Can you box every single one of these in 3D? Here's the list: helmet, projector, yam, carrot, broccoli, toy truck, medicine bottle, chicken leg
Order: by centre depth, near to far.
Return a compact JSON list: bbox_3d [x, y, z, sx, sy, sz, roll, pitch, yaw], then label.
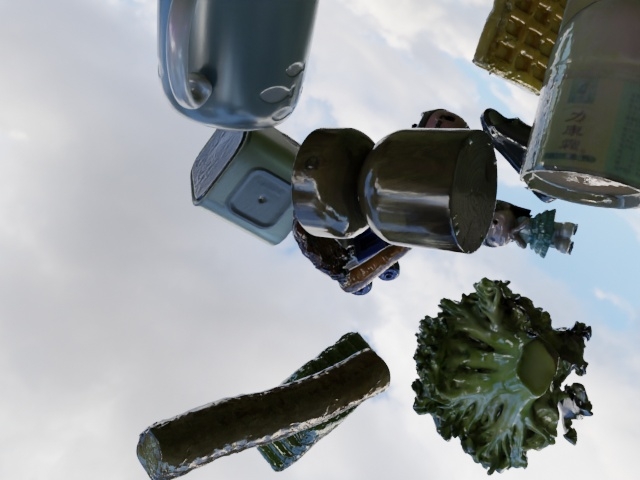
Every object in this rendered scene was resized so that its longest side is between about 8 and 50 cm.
[{"bbox_3d":[-0.054,0.215,0.824,0.357,0.081,0.081,-14,-119,-32],"label":"yam"},{"bbox_3d":[0.526,-0.279,1.161,0.236,0.236,0.406,17,-95,-29],"label":"medicine bottle"},{"bbox_3d":[0.339,0.246,1.181,0.324,0.334,0.272,54,165,-24],"label":"broccoli"},{"bbox_3d":[0.000,0.000,1.451,0.105,0.063,0.234,-38,-92,-23],"label":"chicken leg"},{"bbox_3d":[0.143,0.055,1.558,0.059,0.248,0.059,41,-152,-27],"label":"carrot"},{"bbox_3d":[-0.171,-0.168,1.672,0.249,0.248,0.248,29,-158,-30],"label":"projector"},{"bbox_3d":[0.348,-0.242,1.723,0.253,0.154,0.198,40,-111,-34],"label":"helmet"},{"bbox_3d":[0.115,0.033,1.778,0.177,0.213,0.161,39,-148,-43],"label":"toy truck"}]

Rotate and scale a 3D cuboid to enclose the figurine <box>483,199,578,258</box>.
[{"bbox_3d":[0.469,-0.038,1.495,0.245,0.138,0.110,13,-167,24],"label":"figurine"}]

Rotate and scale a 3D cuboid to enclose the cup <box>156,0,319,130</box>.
[{"bbox_3d":[-0.152,-0.317,1.017,0.259,0.274,0.356,15,-148,9],"label":"cup"}]

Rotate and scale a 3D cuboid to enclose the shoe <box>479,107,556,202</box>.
[{"bbox_3d":[0.440,-0.196,1.336,0.241,0.093,0.108,53,-140,3],"label":"shoe"}]

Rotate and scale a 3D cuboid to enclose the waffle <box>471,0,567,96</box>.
[{"bbox_3d":[0.442,-0.458,1.367,0.221,0.248,0.055,12,-168,-39],"label":"waffle"}]

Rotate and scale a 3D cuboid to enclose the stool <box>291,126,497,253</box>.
[{"bbox_3d":[0.113,-0.081,0.965,0.264,0.179,0.179,7,-160,33],"label":"stool"}]

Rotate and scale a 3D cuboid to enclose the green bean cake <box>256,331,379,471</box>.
[{"bbox_3d":[-0.011,0.293,1.174,0.125,0.222,0.248,48,-147,10],"label":"green bean cake"}]
